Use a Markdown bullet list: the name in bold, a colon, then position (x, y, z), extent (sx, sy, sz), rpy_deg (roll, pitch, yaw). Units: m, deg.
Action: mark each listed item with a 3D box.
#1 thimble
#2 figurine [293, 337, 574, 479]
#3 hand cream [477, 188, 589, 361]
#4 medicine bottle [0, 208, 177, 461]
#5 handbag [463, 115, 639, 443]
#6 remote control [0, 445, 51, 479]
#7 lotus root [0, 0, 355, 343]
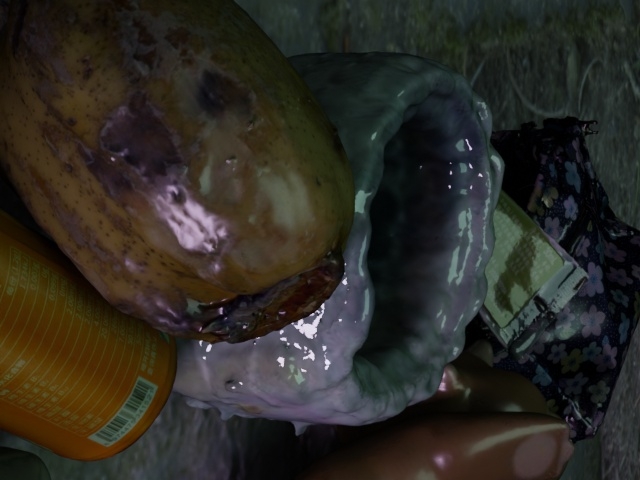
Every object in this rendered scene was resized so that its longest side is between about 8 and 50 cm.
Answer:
- **thimble**: position (0.000, 0.000, 0.914), extent (0.250, 0.172, 0.205), rpy_deg (-57, 138, -37)
- **figurine**: position (0.045, 0.158, 1.015), extent (0.247, 0.173, 0.177), rpy_deg (-33, 120, -13)
- **hand cream**: position (0.084, -0.028, 1.059), extent (0.235, 0.055, 0.086), rpy_deg (47, 72, -11)
- **medicine bottle**: position (-0.161, 0.038, 0.753), extent (0.192, 0.096, 0.096), rpy_deg (37, 63, -50)
- **handbag**: position (0.162, 0.029, 1.188), extent (0.208, 0.127, 0.228), rpy_deg (48, 55, -37)
- **remote control**: position (-0.185, 0.275, 0.767), extent (0.128, 0.066, 0.335), rpy_deg (-2, 95, -52)
- **lotus root**: position (-0.093, -0.072, 0.752), extent (0.278, 0.154, 0.154), rpy_deg (46, 43, 6)
